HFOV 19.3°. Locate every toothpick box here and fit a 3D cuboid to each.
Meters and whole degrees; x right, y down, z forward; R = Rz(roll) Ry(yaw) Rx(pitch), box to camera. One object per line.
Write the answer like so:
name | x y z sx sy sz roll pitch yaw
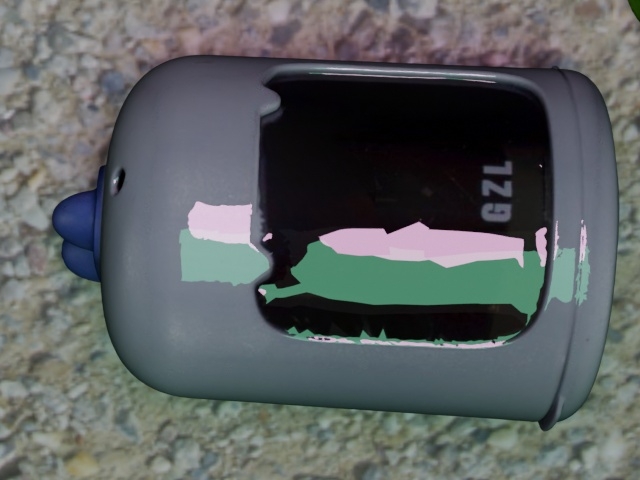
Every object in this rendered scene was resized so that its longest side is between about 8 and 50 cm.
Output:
toothpick box | 0.000 0.000 1.253 0.355 0.263 0.263 3 111 -4

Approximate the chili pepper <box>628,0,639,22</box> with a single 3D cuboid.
chili pepper | 0.223 -0.226 1.252 0.099 0.083 0.253 -25 114 -3
